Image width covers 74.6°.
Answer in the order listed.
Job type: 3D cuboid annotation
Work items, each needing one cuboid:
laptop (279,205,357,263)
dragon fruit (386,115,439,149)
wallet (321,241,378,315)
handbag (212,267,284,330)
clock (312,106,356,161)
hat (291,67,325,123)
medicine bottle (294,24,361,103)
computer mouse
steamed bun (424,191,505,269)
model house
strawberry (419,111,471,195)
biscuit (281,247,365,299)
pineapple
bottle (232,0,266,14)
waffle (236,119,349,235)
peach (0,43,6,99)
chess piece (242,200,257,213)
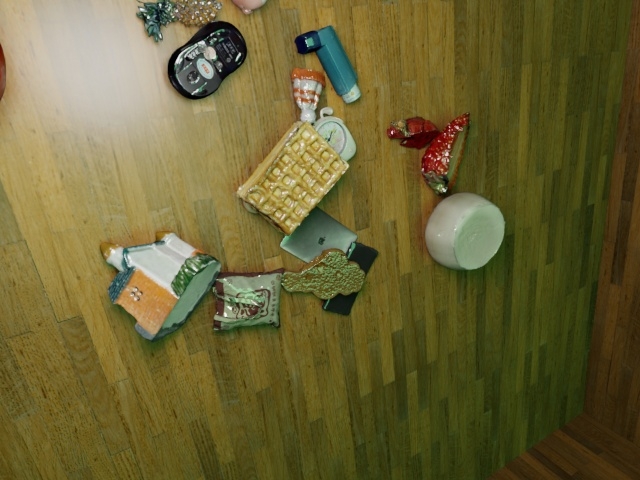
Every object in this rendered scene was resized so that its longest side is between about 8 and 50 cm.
[{"bbox_3d":[0.000,0.000,1.507,0.269,0.015,0.188,33,88,-32],"label":"laptop"},{"bbox_3d":[0.323,-0.404,1.546,0.192,0.122,0.093,-9,70,-23],"label":"dragon fruit"},{"bbox_3d":[0.114,0.146,1.600,0.146,0.030,0.286,22,93,-37],"label":"wallet"},{"bbox_3d":[-0.232,0.198,1.376,0.234,0.127,0.213,-2,108,-26],"label":"handbag"},{"bbox_3d":[0.023,-0.334,1.391,0.151,0.062,0.191,-37,119,-13],"label":"clock"},{"bbox_3d":[-0.039,-0.438,1.295,0.112,0.093,0.163,5,95,-32],"label":"hat"},{"bbox_3d":[0.034,-0.550,1.321,0.124,0.079,0.258,-46,122,-15],"label":"medicine bottle"},{"bbox_3d":[-0.309,-0.487,1.136,0.233,0.096,0.137,-39,139,-9],"label":"computer mouse"},{"bbox_3d":[0.564,-0.039,1.692,0.323,0.206,0.325,-10,112,-25],"label":"steamed bun"},{"bbox_3d":[-0.484,0.091,1.209,0.300,0.190,0.272,35,99,1],"label":"model house"},{"bbox_3d":[0.473,-0.337,1.605,0.307,0.137,0.233,-69,155,-10],"label":"strawberry"},{"bbox_3d":[0.007,0.126,1.505,0.319,0.047,0.184,-12,105,-15],"label":"biscuit"},{"bbox_3d":[-0.358,-0.589,1.093,0.221,0.083,0.103,-24,119,-20],"label":"pineapple"},{"bbox_3d":[-0.158,-0.724,1.128,0.147,0.147,0.237,40,89,-32],"label":"bottle"},{"bbox_3d":[-0.087,-0.189,1.301,0.213,0.091,0.308,41,87,-28],"label":"waffle"},{"bbox_3d":[-0.810,-0.390,0.763,0.405,0.335,0.310,24,72,-28],"label":"peach"},{"bbox_3d":[-0.208,-0.128,1.342,0.083,0.038,0.084,-8,108,-25],"label":"chess piece"}]
